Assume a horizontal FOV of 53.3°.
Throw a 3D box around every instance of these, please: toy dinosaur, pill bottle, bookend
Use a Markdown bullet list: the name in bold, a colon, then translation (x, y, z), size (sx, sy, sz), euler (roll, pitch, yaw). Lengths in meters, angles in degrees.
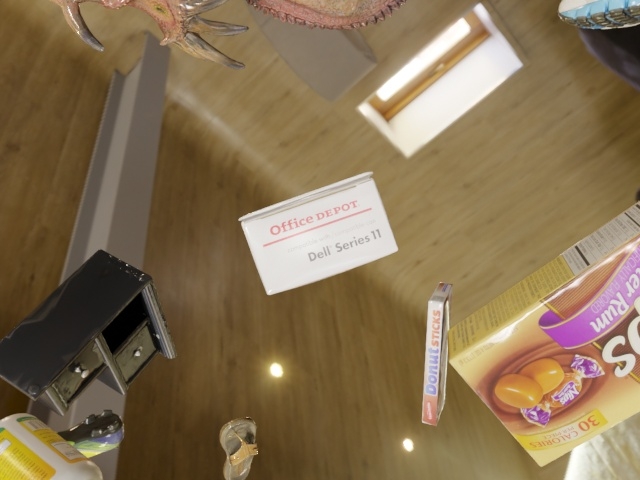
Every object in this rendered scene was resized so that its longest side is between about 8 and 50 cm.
- **toy dinosaur**: translation (-0.026, -0.199, 0.440), size (0.296, 0.200, 0.127), euler (16, -179, 10)
- **pill bottle**: translation (-0.386, 0.344, 0.900), size (0.208, 0.117, 0.117), euler (24, -173, 25)
- **bookend**: translation (-0.238, 0.121, 0.663), size (0.072, 0.156, 0.157), euler (25, -127, 20)

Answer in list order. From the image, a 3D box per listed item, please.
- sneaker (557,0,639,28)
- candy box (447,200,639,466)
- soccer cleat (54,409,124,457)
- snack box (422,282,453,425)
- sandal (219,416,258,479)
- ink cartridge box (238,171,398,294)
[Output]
- **sneaker**: translation (0.281, -0.226, 0.505), size (0.071, 0.191, 0.082), euler (-11, -87, -44)
- **candy box**: translation (0.195, 0.062, 0.442), size (0.109, 0.187, 0.053), euler (49, -160, -8)
- **soccer cleat**: translation (-0.591, 0.480, 1.453), size (0.289, 0.121, 0.093), euler (-11, -144, -32)
- **snack box**: translation (0.153, 0.149, 0.836), size (0.064, 0.022, 0.178), euler (-42, -45, -61)
- **sandal**: translation (-0.146, 0.396, 1.185), size (0.072, 0.180, 0.049), euler (-16, -142, -31)
- **ink cartridge box**: translation (0.000, 0.000, 1.006), size (0.353, 0.207, 0.119), euler (72, 179, -86)
